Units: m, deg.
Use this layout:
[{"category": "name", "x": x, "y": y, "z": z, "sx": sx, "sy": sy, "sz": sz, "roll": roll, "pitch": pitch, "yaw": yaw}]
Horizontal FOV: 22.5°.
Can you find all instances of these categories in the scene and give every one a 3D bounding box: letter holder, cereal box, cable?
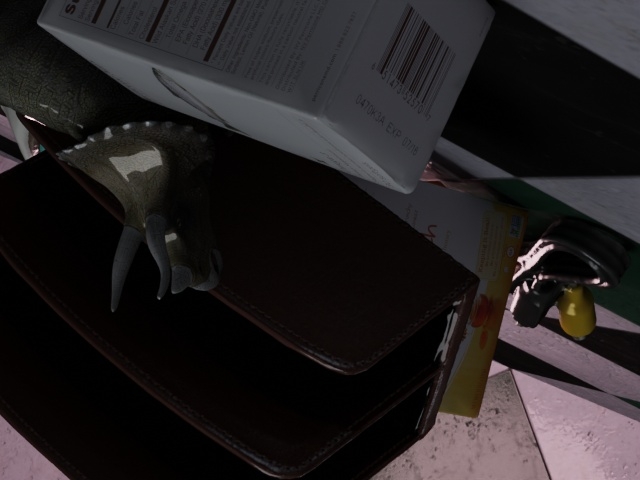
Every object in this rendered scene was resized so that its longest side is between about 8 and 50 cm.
[{"category": "letter holder", "x": -0.093, "y": 0.036, "z": 1.008, "sx": 0.302, "sy": 0.214, "sz": 0.152, "roll": 38, "pitch": 140, "yaw": 24}, {"category": "cereal box", "x": 0.040, "y": 0.033, "z": 1.214, "sx": 0.240, "sy": 0.173, "sz": 0.047, "roll": 12, "pitch": -178, "yaw": -36}, {"category": "cable", "x": 0.189, "y": 0.010, "z": 1.342, "sx": 0.139, "sy": 0.072, "sz": 0.287, "roll": 41, "pitch": 164, "yaw": 10}]

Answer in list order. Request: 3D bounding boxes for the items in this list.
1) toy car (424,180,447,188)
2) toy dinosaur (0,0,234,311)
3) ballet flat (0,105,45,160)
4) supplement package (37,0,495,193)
[{"category": "toy car", "x": 0.000, "y": 0.000, "z": 1.295, "sx": 0.238, "sy": 0.210, "sz": 0.219, "roll": 12, "pitch": 162, "yaw": 0}, {"category": "toy dinosaur", "x": -0.141, "y": -0.111, "z": 0.955, "sx": 0.313, "sy": 0.121, "sz": 0.160, "roll": 40, "pitch": -140, "yaw": 20}, {"category": "ballet flat", "x": -0.210, "y": -0.125, "z": 1.386, "sx": 0.139, "sy": 0.139, "sz": 0.400, "roll": 24, "pitch": 175, "yaw": 10}, {"category": "supplement package", "x": -0.027, "y": -0.109, "z": 0.790, "sx": 0.179, "sy": 0.105, "sz": 0.105, "roll": 22, "pitch": 174, "yaw": 33}]
